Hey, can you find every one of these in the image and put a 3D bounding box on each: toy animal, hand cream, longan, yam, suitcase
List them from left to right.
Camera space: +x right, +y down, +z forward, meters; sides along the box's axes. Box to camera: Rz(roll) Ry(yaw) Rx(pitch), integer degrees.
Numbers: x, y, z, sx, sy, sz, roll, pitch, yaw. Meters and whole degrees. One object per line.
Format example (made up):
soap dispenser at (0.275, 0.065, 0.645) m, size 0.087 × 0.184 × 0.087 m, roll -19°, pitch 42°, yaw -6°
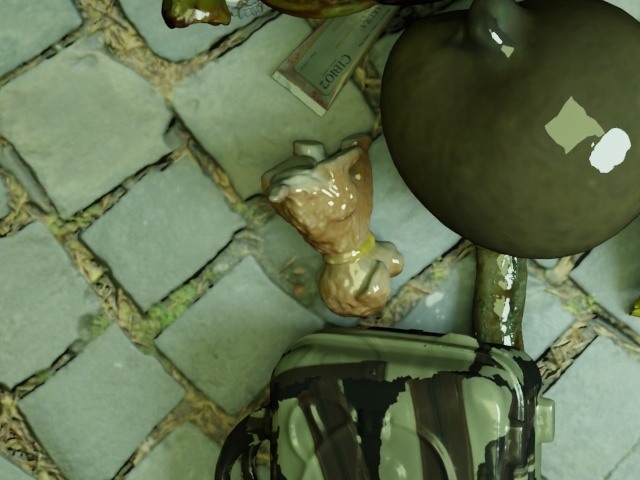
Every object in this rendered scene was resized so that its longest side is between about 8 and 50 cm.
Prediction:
toy animal at (0.005, 0.006, 1.523) m, size 0.104 × 0.184 × 0.185 m, roll -1°, pitch 110°, yaw 26°
hand cream at (0.039, -0.224, 1.543) m, size 0.067 × 0.043 × 0.210 m, roll 38°, pitch 104°, yaw -7°
suitcase at (0.061, 0.254, 1.557) m, size 0.339 × 0.194 × 0.352 m, roll 4°, pitch 102°, yaw 25°
yam at (0.188, 0.121, 1.598) m, size 0.061 × 0.061 × 0.253 m, roll -2°, pitch 100°, yaw 1°
longan at (0.193, -0.112, 1.436) m, size 0.300 × 0.300 × 0.243 m, roll 22°, pitch 59°, yaw -4°

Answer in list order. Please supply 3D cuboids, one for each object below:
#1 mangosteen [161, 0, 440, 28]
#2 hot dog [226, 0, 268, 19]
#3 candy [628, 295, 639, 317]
mangosteen at (0.016, -0.370, 1.367) m, size 0.435 × 0.382 × 0.382 m, roll -32°, pitch 100°, yaw 30°
hot dog at (-0.128, -0.282, 1.526) m, size 0.192 × 0.053 × 0.099 m, roll 19°, pitch 102°, yaw -6°
candy at (0.404, 0.011, 1.482) m, size 0.187 × 0.297 × 0.081 m, roll -6°, pitch 61°, yaw 2°
